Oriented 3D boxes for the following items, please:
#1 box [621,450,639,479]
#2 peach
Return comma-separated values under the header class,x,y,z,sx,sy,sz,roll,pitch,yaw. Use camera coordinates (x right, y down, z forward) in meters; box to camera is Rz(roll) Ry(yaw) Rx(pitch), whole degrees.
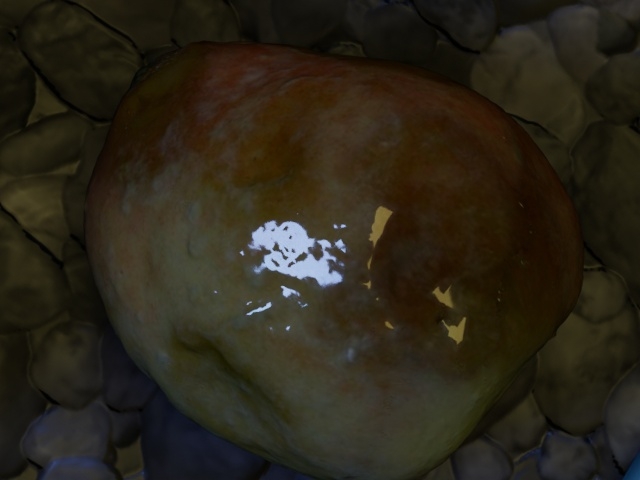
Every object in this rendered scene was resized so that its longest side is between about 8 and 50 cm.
class,x,y,z,sx,sy,sz,roll,pitch,yaw
box,0.286,0.158,0.904,0.229,0.041,0.162,39,72,-5
peach,0.000,0.000,0.774,0.235,0.214,0.214,34,72,1
